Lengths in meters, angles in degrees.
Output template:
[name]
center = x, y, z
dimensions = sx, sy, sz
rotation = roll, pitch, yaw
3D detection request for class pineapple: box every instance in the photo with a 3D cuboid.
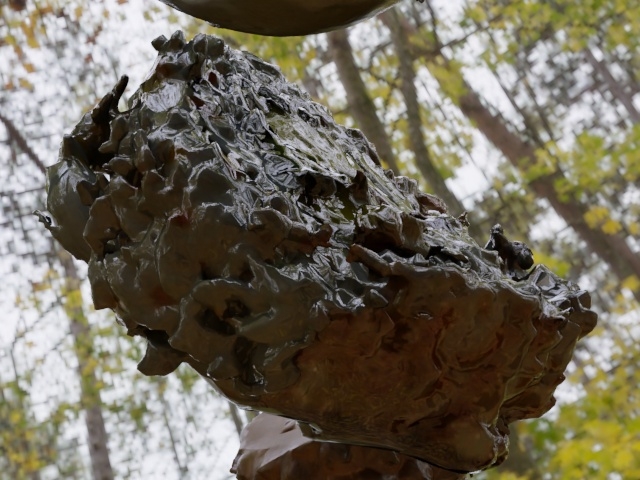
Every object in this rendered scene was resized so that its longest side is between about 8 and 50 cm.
[pineapple]
center = 0.070, 0.308, 1.141
dimensions = 0.223, 0.223, 0.357
rotation = -24, -78, 2

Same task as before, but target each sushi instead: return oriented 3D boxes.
[sushi]
center = -0.004, -0.002, 0.913
dimensions = 0.417, 0.417, 0.176
rotation = 17, -66, -40

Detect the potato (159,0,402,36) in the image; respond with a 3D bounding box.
[potato]
center = -0.046, -0.240, 0.650
dimensions = 0.243, 0.326, 0.221
rotation = -12, -47, -50

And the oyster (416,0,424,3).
[oyster]
center = 0.078, -0.291, 1.038
dimensions = 0.105, 0.177, 0.056
rotation = 29, -22, -5
